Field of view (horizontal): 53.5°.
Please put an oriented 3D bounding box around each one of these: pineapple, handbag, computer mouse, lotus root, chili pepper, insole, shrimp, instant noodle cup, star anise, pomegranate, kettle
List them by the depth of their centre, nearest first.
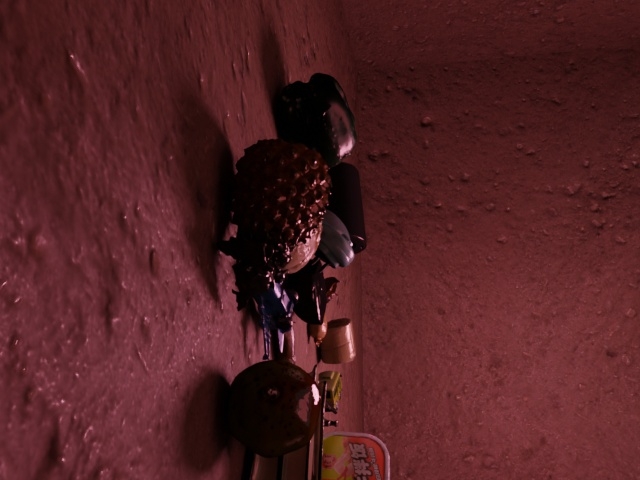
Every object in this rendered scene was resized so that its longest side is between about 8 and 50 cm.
[{"bbox_3d":[-0.091,0.365,1.305,0.198,0.198,0.246,-71,155,-65],"label":"pomegranate"},{"bbox_3d":[-0.113,-0.030,1.342,0.223,0.223,0.357,71,32,-58],"label":"pineapple"},{"bbox_3d":[-0.069,0.499,1.512,0.237,0.160,0.358,87,7,-52],"label":"handbag"},{"bbox_3d":[-0.091,0.277,1.758,0.169,0.058,0.296,-79,168,-76],"label":"shrimp"},{"bbox_3d":[-0.010,0.437,1.811,0.110,0.012,0.309,40,-10,35],"label":"insole"},{"bbox_3d":[-0.014,-0.361,1.919,0.248,0.233,0.256,-106,176,-48],"label":"chili pepper"},{"bbox_3d":[-0.041,0.158,1.921,0.269,0.100,0.170,-66,151,-79],"label":"computer mouse"},{"bbox_3d":[0.095,0.837,2.108,0.294,0.294,0.308,-80,170,-52],"label":"instant noodle cup"},{"bbox_3d":[-0.007,0.291,2.182,0.073,0.062,0.150,65,23,-64],"label":"lotus root"},{"bbox_3d":[0.000,0.125,2.216,0.218,0.148,0.227,26,25,-42],"label":"star anise"},{"bbox_3d":[0.031,-0.120,2.302,0.203,0.262,0.308,139,-46,-56],"label":"kettle"}]

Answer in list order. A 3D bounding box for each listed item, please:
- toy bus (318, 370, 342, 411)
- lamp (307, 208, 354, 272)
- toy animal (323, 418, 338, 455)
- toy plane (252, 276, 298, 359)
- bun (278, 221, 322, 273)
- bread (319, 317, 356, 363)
[{"bbox_3d":[0.025,0.526,2.224,0.175,0.088,0.101,-47,132,-75],"label":"toy bus"},{"bbox_3d":[0.009,-0.008,1.914,0.209,0.147,0.284,49,7,-28],"label":"lamp"},{"bbox_3d":[-0.053,0.514,1.756,0.217,0.176,0.073,-60,141,-25],"label":"toy animal"},{"bbox_3d":[-0.114,0.148,1.523,0.271,0.105,0.254,82,14,-48],"label":"toy plane"},{"bbox_3d":[-0.069,-0.048,1.696,0.287,0.146,0.287,-5,90,-76],"label":"bun"},{"bbox_3d":[0.060,0.371,2.345,0.148,0.134,0.141,-118,-160,-86],"label":"bread"}]
